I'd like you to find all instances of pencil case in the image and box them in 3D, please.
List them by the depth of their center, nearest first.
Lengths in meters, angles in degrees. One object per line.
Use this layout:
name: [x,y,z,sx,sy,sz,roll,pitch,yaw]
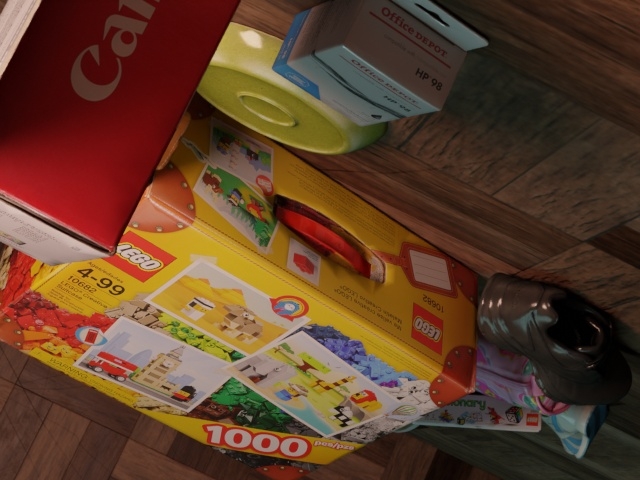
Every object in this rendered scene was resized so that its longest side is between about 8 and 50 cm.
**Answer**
pencil case: [0.236,0.168,1.946,0.284,0.124,0.124,11,161,47]

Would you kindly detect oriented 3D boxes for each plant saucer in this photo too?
plant saucer: [-0.048,-0.148,1.391,0.241,0.037,0.241,25,167,6]

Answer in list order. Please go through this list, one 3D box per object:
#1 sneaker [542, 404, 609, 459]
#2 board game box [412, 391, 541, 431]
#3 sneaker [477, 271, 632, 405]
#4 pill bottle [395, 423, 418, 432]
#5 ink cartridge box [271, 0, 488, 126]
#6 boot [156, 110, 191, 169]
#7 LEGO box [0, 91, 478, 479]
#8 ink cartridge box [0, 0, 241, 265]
sneaker: [0.410,0.287,2.215,0.092,0.087,0.229,28,162,21]
board game box: [0.222,0.261,2.123,0.192,0.053,0.305,4,175,-2]
sneaker: [0.320,0.137,1.708,0.130,0.109,0.286,2,156,48]
pill bottle: [0.080,0.228,2.428,0.264,0.153,0.153,33,165,-35]
ink cartridge box: [0.046,-0.152,1.128,0.104,0.060,0.180,31,167,-21]
boot: [-0.207,-0.149,1.346,0.220,0.283,0.109,21,-148,-41]
LEGO box: [-0.106,0.076,1.714,0.500,0.193,0.372,32,135,-28]
ink cartridge box: [-0.142,-0.148,0.928,0.130,0.309,0.272,29,168,-18]
